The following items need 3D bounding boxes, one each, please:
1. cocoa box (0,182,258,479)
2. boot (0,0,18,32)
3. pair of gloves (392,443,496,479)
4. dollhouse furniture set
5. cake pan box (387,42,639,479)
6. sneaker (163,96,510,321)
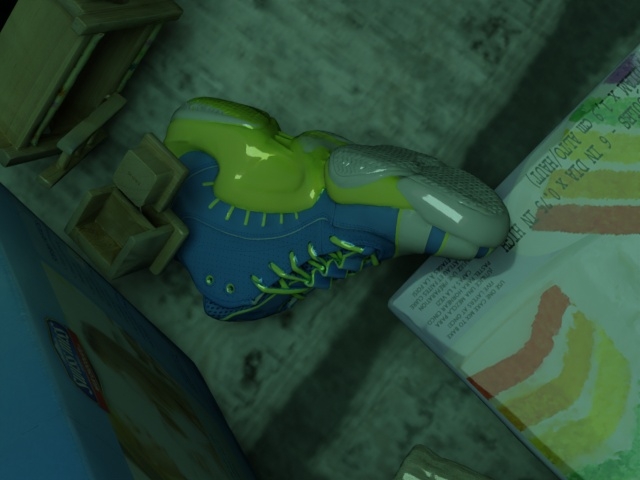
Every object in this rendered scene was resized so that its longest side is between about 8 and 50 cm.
[{"bbox_3d":[-0.161,0.157,0.811,0.228,0.231,0.347,-41,35,2],"label":"cocoa box"},{"bbox_3d":[-0.204,-0.260,1.034,0.263,0.091,0.229,-19,75,3],"label":"boot"},{"bbox_3d":[0.102,0.245,0.851,0.204,0.042,0.240,17,80,1],"label":"pair of gloves"},{"bbox_3d":[-0.096,-0.099,0.936,0.161,0.101,0.182,46,122,15],"label":"dollhouse furniture set"},{"bbox_3d":[0.215,0.029,0.928,0.267,0.070,0.246,-44,81,2],"label":"cake pan box"},{"bbox_3d":[0.000,0.000,0.942,0.240,0.091,0.126,21,103,40],"label":"sneaker"}]
